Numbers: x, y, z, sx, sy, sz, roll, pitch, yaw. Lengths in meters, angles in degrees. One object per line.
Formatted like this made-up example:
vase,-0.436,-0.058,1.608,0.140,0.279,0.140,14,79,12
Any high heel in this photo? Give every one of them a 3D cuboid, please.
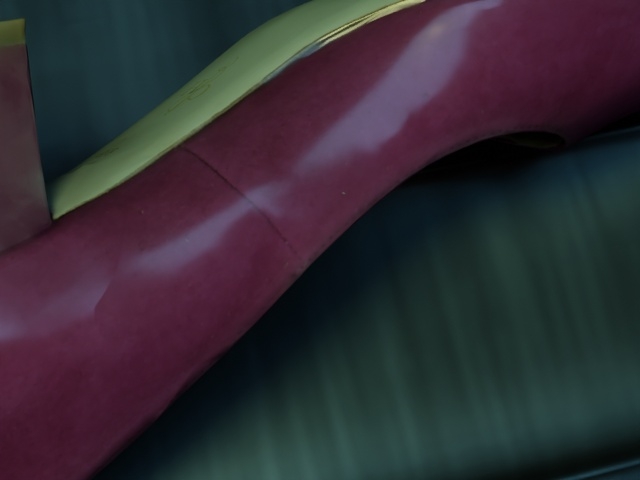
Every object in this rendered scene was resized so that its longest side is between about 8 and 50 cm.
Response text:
high heel,0.000,0.000,0.601,0.377,0.127,0.181,-10,96,-19
